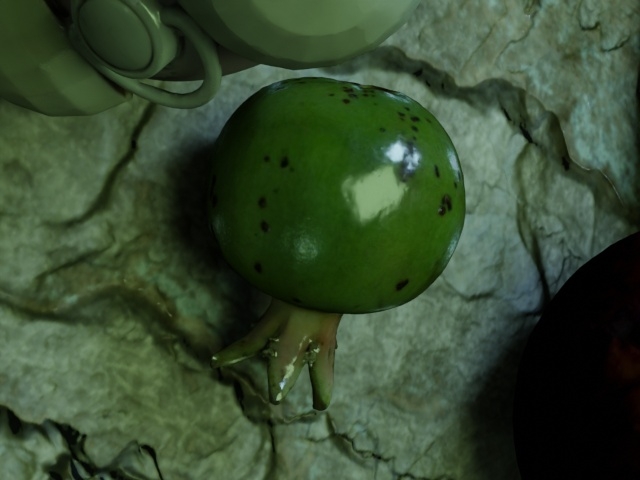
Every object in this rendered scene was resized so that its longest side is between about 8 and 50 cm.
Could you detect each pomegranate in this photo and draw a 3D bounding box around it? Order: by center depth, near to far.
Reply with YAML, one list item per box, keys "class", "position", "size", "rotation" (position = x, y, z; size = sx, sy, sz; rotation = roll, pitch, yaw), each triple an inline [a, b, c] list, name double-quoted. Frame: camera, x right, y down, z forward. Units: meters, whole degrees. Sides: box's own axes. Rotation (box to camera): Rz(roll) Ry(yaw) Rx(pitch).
- class: "pomegranate"
  position: [0.000, 0.000, 1.101]
  size: [0.182, 0.181, 0.224]
  rotation: [4, 110, -40]

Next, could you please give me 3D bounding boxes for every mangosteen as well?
- class: "mangosteen"
  position: [0.310, 0.143, 1.296]
  size: [0.347, 0.307, 0.306]
  rotation: [42, 62, -63]

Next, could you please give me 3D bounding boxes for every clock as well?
- class: "clock"
  position: [-0.039, -0.214, 0.954]
  size: [0.184, 0.342, 0.325]
  rotation: [54, 51, -21]

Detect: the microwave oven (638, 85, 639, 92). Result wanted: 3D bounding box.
- class: "microwave oven"
  position: [0.452, -0.100, 1.370]
  size: [0.238, 0.295, 0.181]
  rotation: [1, 125, -38]
